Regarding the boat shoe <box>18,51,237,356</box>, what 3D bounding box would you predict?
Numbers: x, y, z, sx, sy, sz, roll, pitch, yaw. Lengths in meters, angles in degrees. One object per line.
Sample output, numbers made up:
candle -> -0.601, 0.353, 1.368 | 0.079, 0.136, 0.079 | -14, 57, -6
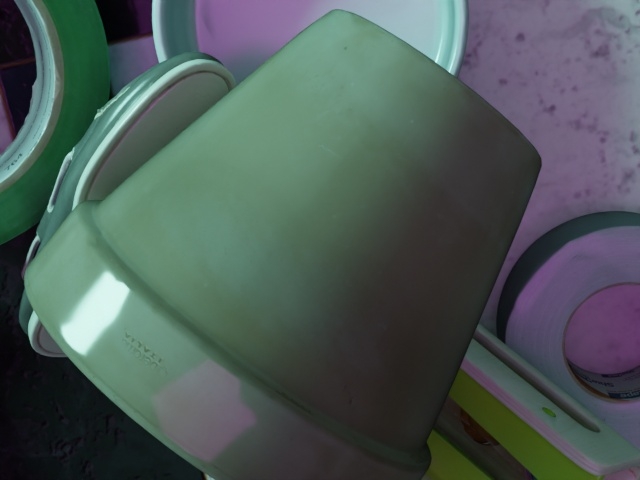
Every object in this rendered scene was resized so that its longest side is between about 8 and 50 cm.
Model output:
boat shoe -> -0.185, -0.039, 0.816 | 0.335, 0.112, 0.096 | -56, 50, 30

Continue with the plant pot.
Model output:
plant pot -> 0.000, 0.000, 0.691 | 0.323, 0.323, 0.280 | 35, 95, -4

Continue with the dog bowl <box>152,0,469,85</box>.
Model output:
dog bowl -> -0.006, -0.192, 0.833 | 0.264, 0.104, 0.265 | 1, 103, 4

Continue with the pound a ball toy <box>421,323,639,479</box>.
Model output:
pound a ball toy -> 0.100, 0.173, 0.854 | 0.319, 0.135, 0.208 | 39, 110, 36

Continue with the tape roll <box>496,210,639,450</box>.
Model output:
tape roll -> 0.278, 0.086, 0.891 | 0.219, 0.072, 0.219 | 1, 102, 3

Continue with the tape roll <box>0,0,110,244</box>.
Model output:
tape roll -> -0.344, -0.142, 0.802 | 0.321, 0.077, 0.322 | -8, 107, -28
